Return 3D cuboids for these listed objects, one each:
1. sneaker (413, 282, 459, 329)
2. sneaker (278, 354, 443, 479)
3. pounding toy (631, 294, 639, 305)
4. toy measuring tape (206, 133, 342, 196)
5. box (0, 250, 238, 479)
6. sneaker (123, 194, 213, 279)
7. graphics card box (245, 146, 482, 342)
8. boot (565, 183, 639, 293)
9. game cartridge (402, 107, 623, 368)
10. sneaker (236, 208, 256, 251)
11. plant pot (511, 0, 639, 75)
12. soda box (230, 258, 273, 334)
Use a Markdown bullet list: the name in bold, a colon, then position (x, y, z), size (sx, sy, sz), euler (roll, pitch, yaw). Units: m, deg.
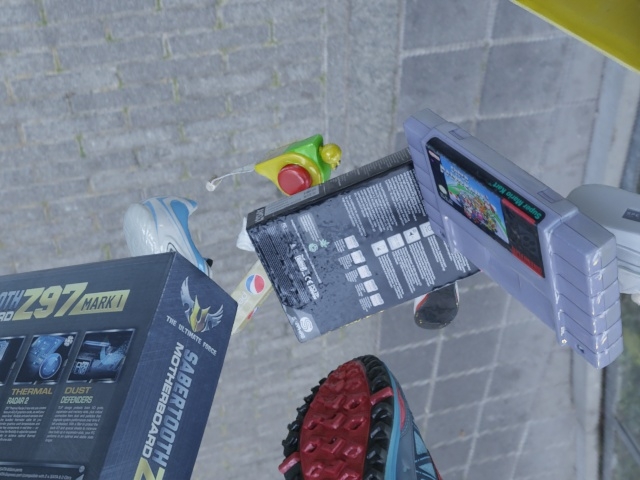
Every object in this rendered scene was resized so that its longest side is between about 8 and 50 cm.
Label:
- **sneaker**: position (0.243, 0.061, 1.735), size (0.090, 0.144, 0.270), euler (2, 141, 4)
- **sneaker**: position (0.048, 0.203, 0.597), size (0.104, 0.261, 0.125), euler (-31, 128, 20)
- **pounding toy**: position (0.560, -0.017, 1.287), size (0.269, 0.154, 0.155), euler (-63, 153, 5)
- **toy measuring tape**: position (-0.087, -0.125, 1.728), size (0.330, 0.121, 0.121), euler (-17, 143, 33)
- **box**: position (-0.168, 0.105, 0.421), size (0.233, 0.183, 0.059), euler (-8, 144, 30)
- **sneaker**: position (-0.143, 0.068, 0.879), size (0.086, 0.085, 0.237), euler (-15, 101, -33)
- **graphics card box**: position (0.088, -0.003, 1.388), size (0.371, 0.094, 0.232), euler (-23, 110, 5)
- **boot**: position (0.418, 0.020, 1.013), size (0.095, 0.258, 0.123), euler (-45, 137, -19)
- **game cartridge**: position (0.240, -0.011, 1.086), size (0.068, 0.355, 0.230), euler (-36, 134, -8)
- **sneaker**: position (-0.105, -0.028, 1.508), size (0.054, 0.152, 0.061), euler (12, 108, 11)
- **plant pot**: position (0.368, -0.359, 0.957), size (0.187, 0.212, 0.212), euler (-40, 154, -24)
- **soda box**: position (-0.157, 0.122, 1.861), size (0.181, 0.061, 0.058), euler (-51, 169, 3)
